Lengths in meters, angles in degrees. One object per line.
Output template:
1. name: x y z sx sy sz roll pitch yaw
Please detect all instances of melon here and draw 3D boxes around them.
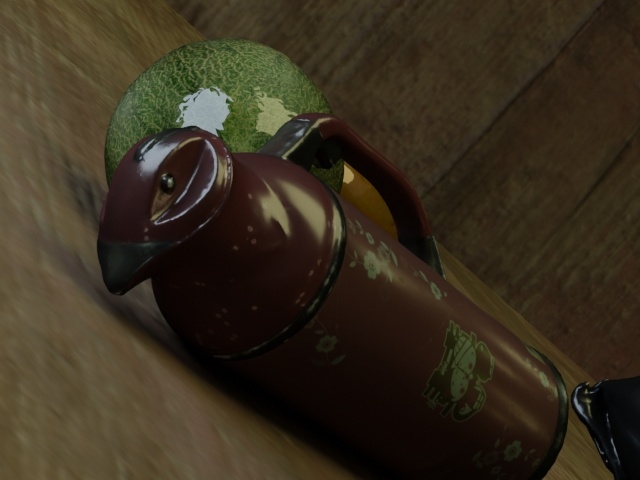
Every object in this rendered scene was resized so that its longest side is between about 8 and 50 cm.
1. melon: -0.056 -0.049 1.161 0.139 0.139 0.192 41 6 -17

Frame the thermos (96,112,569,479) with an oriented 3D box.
1. thermos: 0.013 0.029 1.057 0.330 0.136 0.109 37 7 -44

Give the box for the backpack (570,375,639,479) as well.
1. backpack: 0.341 0.229 1.219 0.363 0.255 0.445 43 6 -42

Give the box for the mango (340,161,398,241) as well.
1. mango: 0.000 0.000 1.350 0.138 0.113 0.253 55 -4 10
